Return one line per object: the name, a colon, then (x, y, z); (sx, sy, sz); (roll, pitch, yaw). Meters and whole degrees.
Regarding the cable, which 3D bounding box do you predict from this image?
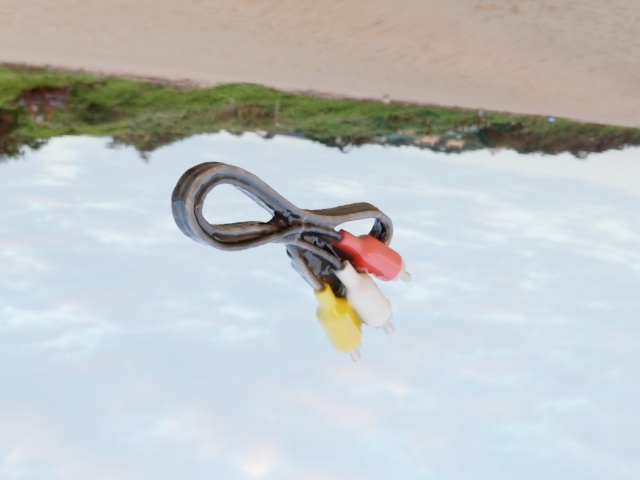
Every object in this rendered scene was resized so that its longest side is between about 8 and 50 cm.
cable: (0.000, 0.000, 0.645); (0.072, 0.139, 0.287); (24, 168, 37)
